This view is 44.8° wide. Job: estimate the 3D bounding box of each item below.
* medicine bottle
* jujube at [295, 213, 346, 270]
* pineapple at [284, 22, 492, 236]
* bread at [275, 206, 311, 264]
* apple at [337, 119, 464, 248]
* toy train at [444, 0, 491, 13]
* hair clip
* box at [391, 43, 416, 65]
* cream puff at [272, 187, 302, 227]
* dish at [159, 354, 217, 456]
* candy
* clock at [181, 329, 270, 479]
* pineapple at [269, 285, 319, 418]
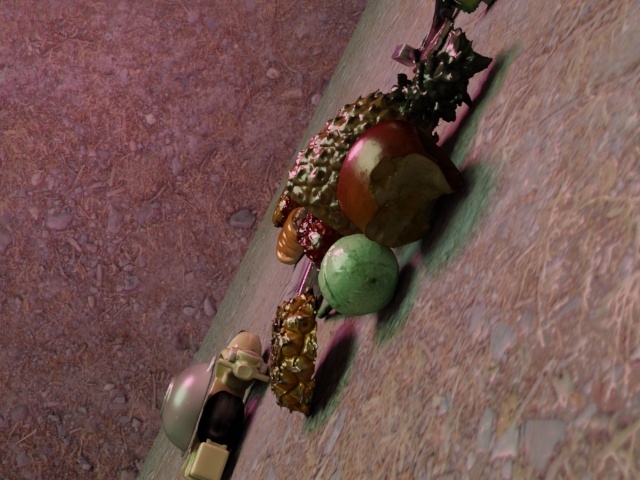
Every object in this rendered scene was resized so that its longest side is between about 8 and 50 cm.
[{"bbox_3d":[-0.030,0.096,1.685,0.171,0.052,0.201,-68,9,-26],"label":"medicine bottle"},{"bbox_3d":[0.003,-0.003,1.549,0.104,0.104,0.166,-61,35,15],"label":"jujube"},{"bbox_3d":[0.114,-0.176,1.221,0.362,0.202,0.202,-53,12,18],"label":"pineapple"},{"bbox_3d":[-0.067,-0.010,2.083,0.119,0.084,0.177,-73,9,-45],"label":"bread"},{"bbox_3d":[0.101,-0.078,1.079,0.158,0.156,0.147,-44,59,23],"label":"apple"},{"bbox_3d":[0.267,-0.555,1.384,0.272,0.188,0.159,-66,10,-29],"label":"toy train"},{"bbox_3d":[0.241,-0.442,1.667,0.146,0.056,0.187,-78,8,-53],"label":"hair clip"},{"bbox_3d":[0.203,-0.439,1.839,0.036,0.050,0.117,-64,7,9],"label":"box"},{"bbox_3d":[-0.098,-0.103,2.491,0.149,0.084,0.149,-158,90,-83],"label":"cream puff"},{"bbox_3d":[-0.309,0.362,1.749,0.228,0.086,0.236,132,156,-76],"label":"dish"},{"bbox_3d":[0.030,0.089,1.273,0.440,0.119,0.119,124,170,-73],"label":"candy"},{"bbox_3d":[-0.212,0.372,1.780,0.276,0.120,0.379,132,157,-68],"label":"clock"},{"bbox_3d":[-0.045,0.182,1.265,0.225,0.076,0.225,-179,90,-84],"label":"pineapple"}]
